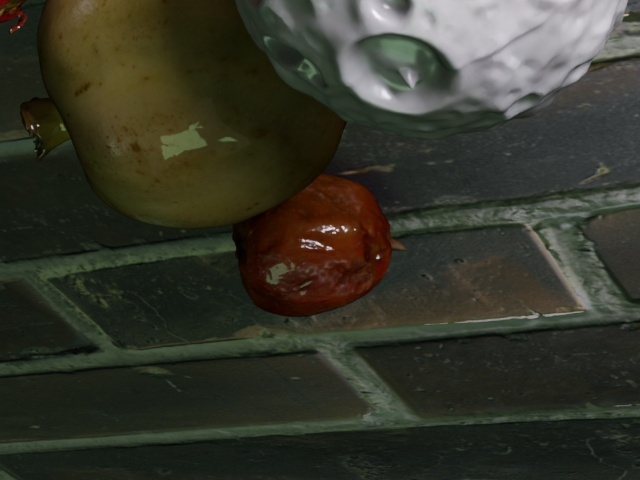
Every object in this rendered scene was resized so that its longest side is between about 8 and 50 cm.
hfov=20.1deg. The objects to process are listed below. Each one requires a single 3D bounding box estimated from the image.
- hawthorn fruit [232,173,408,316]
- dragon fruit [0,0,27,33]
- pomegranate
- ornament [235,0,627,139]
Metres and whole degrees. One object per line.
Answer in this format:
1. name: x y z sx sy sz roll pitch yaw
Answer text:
1. hawthorn fruit: -0.015 -0.001 2.037 0.179 0.173 0.173 -30 137 13
2. dragon fruit: -0.313 -0.295 1.588 0.205 0.210 0.268 37 122 -20
3. pomegranate: -0.126 -0.150 1.672 0.319 0.319 0.319 8 150 5
4. ornament: 0.087 -0.237 1.425 0.337 0.337 0.337 8 150 5
